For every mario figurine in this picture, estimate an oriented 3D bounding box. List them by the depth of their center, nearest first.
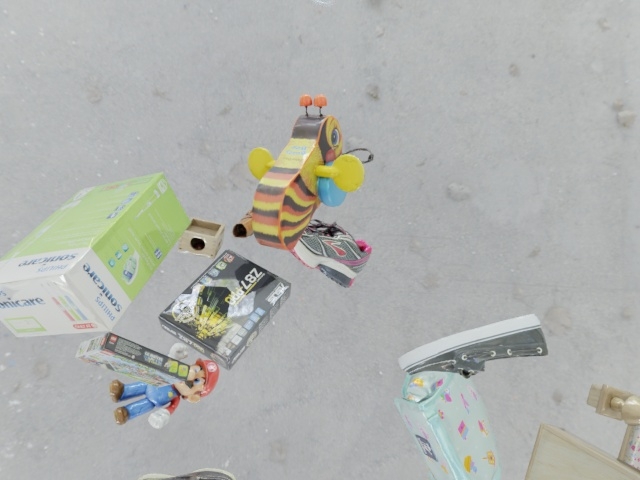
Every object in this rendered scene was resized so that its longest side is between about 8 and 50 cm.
[{"bbox_3d":[-0.469,0.439,1.347,0.320,0.170,0.198,-13,98,-26],"label":"mario figurine"}]

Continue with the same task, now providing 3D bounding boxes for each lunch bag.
[{"bbox_3d":[0.269,0.390,0.931,0.160,0.262,0.224,-26,86,19],"label":"lunch bag"}]

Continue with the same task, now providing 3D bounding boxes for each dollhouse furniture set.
[{"bbox_3d":[0.490,0.395,0.616,0.355,0.174,0.303,20,86,-16],"label":"dollhouse furniture set"}]

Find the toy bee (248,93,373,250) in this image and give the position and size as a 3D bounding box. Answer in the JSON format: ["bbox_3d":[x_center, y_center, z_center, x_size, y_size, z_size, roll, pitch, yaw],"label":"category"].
[{"bbox_3d":[-0.025,-0.133,0.684,0.195,0.298,0.162,-5,128,13],"label":"toy bee"}]

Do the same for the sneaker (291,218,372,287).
[{"bbox_3d":[0.000,0.000,0.966,0.112,0.299,0.121,-51,49,6],"label":"sneaker"}]

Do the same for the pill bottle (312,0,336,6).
[{"bbox_3d":[0.006,-0.229,0.363,0.043,0.083,0.043,0,93,-4],"label":"pill bottle"}]

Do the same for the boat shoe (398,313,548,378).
[{"bbox_3d":[0.147,0.109,0.423,0.142,0.049,0.040,-18,66,5],"label":"boat shoe"}]

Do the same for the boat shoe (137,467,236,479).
[{"bbox_3d":[-0.376,0.690,1.196,0.285,0.092,0.103,2,84,-3],"label":"boat shoe"}]

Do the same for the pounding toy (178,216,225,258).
[{"bbox_3d":[-0.453,-0.003,1.507,0.206,0.181,0.094,12,115,-4],"label":"pounding toy"}]

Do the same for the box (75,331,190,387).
[{"bbox_3d":[-0.400,0.262,0.948,0.207,0.114,0.036,39,42,-38],"label":"box"}]

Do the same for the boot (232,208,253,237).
[{"bbox_3d":[-0.252,-0.069,1.734,0.220,0.283,0.109,-43,97,-29],"label":"boot"}]

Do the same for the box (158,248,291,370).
[{"bbox_3d":[-0.345,0.243,1.640,0.318,0.097,0.395,28,50,16],"label":"box"}]

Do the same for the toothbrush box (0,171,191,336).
[{"bbox_3d":[-0.390,0.016,0.754,0.206,0.283,0.122,-8,124,19],"label":"toothbrush box"}]
